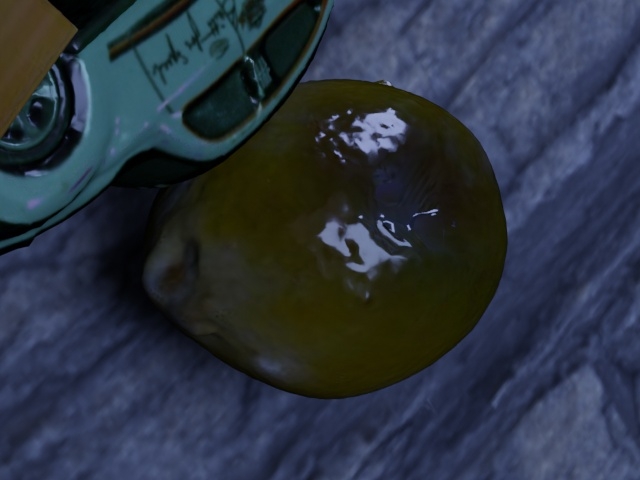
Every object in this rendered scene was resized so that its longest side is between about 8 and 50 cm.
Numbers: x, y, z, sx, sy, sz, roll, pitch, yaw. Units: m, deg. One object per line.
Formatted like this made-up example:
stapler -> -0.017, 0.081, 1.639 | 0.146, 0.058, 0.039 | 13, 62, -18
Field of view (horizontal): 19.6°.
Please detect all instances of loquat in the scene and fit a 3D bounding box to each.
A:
loquat -> 0.000, 0.000, 0.882 | 0.195, 0.152, 0.152 | -10, 98, -44

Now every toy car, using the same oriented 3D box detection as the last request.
toy car -> -0.089, -0.078, 0.797 | 0.306, 0.136, 0.125 | -50, 118, -32

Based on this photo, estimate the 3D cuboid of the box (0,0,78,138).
box -> -0.204, -0.031, 0.656 | 0.070, 0.237, 0.152 | 43, 65, -28
